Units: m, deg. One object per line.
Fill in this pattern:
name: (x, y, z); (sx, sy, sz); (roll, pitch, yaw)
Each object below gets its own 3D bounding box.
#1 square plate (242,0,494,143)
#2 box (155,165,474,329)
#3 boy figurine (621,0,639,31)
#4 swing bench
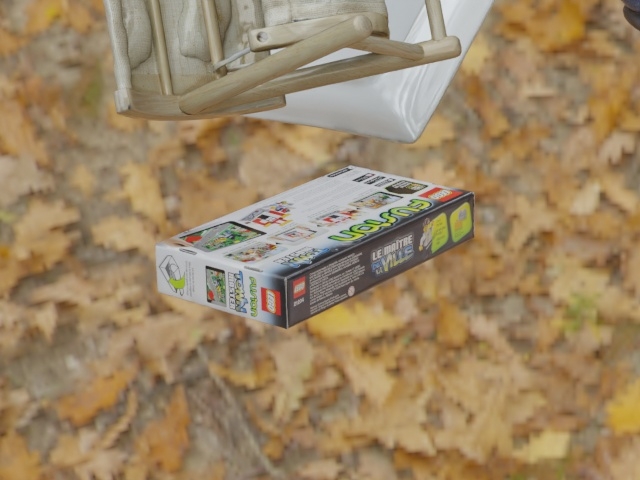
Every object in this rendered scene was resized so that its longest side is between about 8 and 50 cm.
square plate: (0.061, -0.270, 1.854); (0.347, 0.049, 0.344); (15, 74, 55)
box: (0.000, 0.000, 1.230); (0.114, 0.036, 0.207); (15, 25, 37)
boy figurine: (0.295, -0.328, 1.736); (0.177, 0.285, 0.092); (-40, 43, -2)
swing bench: (-0.049, -0.247, 1.490); (0.254, 0.165, 0.253); (-13, 82, 31)
